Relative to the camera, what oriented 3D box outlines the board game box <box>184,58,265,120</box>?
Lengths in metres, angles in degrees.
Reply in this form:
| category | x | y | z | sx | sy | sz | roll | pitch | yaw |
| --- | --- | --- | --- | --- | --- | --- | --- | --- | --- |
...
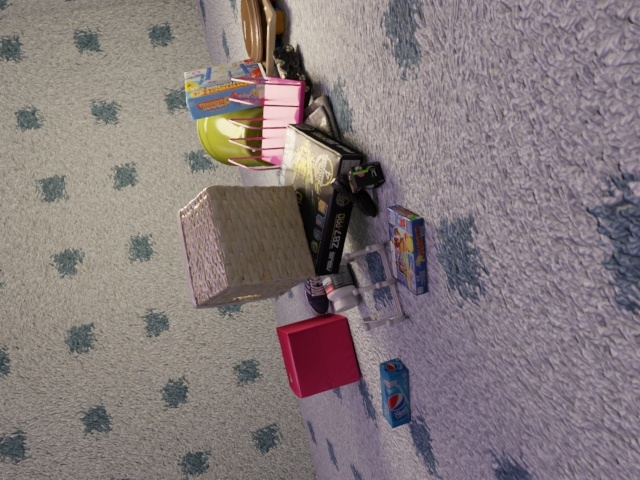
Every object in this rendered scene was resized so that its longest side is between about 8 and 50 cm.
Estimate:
| category | x | y | z | sx | sy | sz | roll | pitch | yaw |
| --- | --- | --- | --- | --- | --- | --- | --- | --- | --- |
| board game box | -0.374 | -0.604 | 2.069 | 0.302 | 0.308 | 0.086 | -112 | 10 | -51 |

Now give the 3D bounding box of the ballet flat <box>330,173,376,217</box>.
| category | x | y | z | sx | sy | sz | roll | pitch | yaw |
| --- | --- | --- | --- | --- | --- | --- | --- | --- | --- |
| ballet flat | 0.099 | -0.124 | 1.477 | 0.049 | 0.057 | 0.173 | -22 | 124 | 42 |

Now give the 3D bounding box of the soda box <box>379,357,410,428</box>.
| category | x | y | z | sx | sy | sz | roll | pitch | yaw |
| --- | --- | --- | --- | --- | --- | --- | --- | --- | --- |
| soda box | 0.232 | 0.476 | 1.631 | 0.071 | 0.067 | 0.210 | -133 | 31 | -60 |

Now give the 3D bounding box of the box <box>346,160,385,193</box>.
| category | x | y | z | sx | sy | sz | roll | pitch | yaw |
| --- | --- | --- | --- | --- | --- | --- | --- | --- | --- |
| box | 0.122 | -0.171 | 1.418 | 0.052 | 0.083 | 0.062 | 128 | 126 | -71 |

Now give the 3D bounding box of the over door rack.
| category | x | y | z | sx | sy | sz | roll | pitch | yaw |
| --- | --- | --- | --- | --- | --- | --- | --- | --- | --- |
| over door rack | 0.136 | 0.150 | 1.609 | 0.324 | 0.108 | 0.240 | 144 | 112 | -74 |

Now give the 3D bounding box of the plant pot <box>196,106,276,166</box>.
| category | x | y | z | sx | sy | sz | roll | pitch | yaw |
| --- | --- | --- | --- | --- | --- | --- | --- | --- | --- |
| plant pot | -0.277 | -0.457 | 2.177 | 0.353 | 0.366 | 0.367 | 30 | 134 | 52 |

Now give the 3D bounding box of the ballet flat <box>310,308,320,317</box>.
| category | x | y | z | sx | sy | sz | roll | pitch | yaw |
| --- | --- | --- | --- | --- | --- | --- | --- | --- | --- |
| ballet flat | -0.017 | 0.253 | 2.322 | 0.067 | 0.073 | 0.206 | -32 | 75 | 59 |

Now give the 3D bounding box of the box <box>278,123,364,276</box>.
| category | x | y | z | sx | sy | sz | roll | pitch | yaw |
| --- | --- | --- | --- | --- | --- | --- | --- | --- | --- |
| box | -0.022 | -0.134 | 1.648 | 0.318 | 0.097 | 0.395 | 43 | 130 | 48 |

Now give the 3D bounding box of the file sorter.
| category | x | y | z | sx | sy | sz | roll | pitch | yaw |
| --- | --- | --- | --- | --- | --- | --- | --- | --- | --- |
| file sorter | -0.192 | -0.389 | 1.742 | 0.202 | 0.182 | 0.291 | 26 | 118 | 45 |

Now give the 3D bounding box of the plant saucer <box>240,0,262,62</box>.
| category | x | y | z | sx | sy | sz | roll | pitch | yaw |
| --- | --- | --- | --- | --- | --- | --- | --- | --- | --- |
| plant saucer | -0.271 | -0.833 | 2.037 | 0.278 | 0.041 | 0.278 | 169 | 90 | -77 |

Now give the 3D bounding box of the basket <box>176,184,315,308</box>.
| category | x | y | z | sx | sy | sz | roll | pitch | yaw |
| --- | --- | --- | --- | --- | --- | --- | --- | --- | --- |
| basket | -0.231 | 0.010 | 1.621 | 0.266 | 0.328 | 0.331 | -31 | 69 | 51 |

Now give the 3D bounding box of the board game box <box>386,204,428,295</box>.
| category | x | y | z | sx | sy | sz | roll | pitch | yaw |
| --- | --- | --- | --- | --- | --- | --- | --- | --- | --- |
| board game box | 0.220 | 0.022 | 1.334 | 0.136 | 0.035 | 0.201 | -137 | 36 | -63 |

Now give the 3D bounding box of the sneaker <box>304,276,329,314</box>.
| category | x | y | z | sx | sy | sz | roll | pitch | yaw |
| --- | --- | --- | --- | --- | --- | --- | --- | --- | --- |
| sneaker | -0.013 | 0.173 | 2.173 | 0.153 | 0.099 | 0.282 | 161 | 98 | -76 |

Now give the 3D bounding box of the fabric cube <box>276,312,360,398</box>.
| category | x | y | z | sx | sy | sz | roll | pitch | yaw |
| --- | --- | --- | --- | --- | --- | --- | --- | --- | --- |
| fabric cube | -0.017 | 0.458 | 2.134 | 0.254 | 0.259 | 0.258 | 169 | 88 | -76 |

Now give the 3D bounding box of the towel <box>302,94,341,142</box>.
| category | x | y | z | sx | sy | sz | roll | pitch | yaw |
| --- | --- | --- | --- | --- | --- | --- | --- | --- | --- |
| towel | -0.037 | -0.277 | 1.755 | 0.312 | 0.056 | 0.324 | -26 | 76 | 53 |

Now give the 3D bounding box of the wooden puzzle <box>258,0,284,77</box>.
| category | x | y | z | sx | sy | sz | roll | pitch | yaw |
| --- | --- | --- | --- | --- | --- | --- | --- | --- | --- |
| wooden puzzle | -0.206 | -0.824 | 2.034 | 0.322 | 0.080 | 0.348 | 102 | 154 | -58 |

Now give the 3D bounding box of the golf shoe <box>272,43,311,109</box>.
| category | x | y | z | sx | sy | sz | roll | pitch | yaw |
| --- | --- | --- | --- | --- | --- | --- | --- | --- | --- |
| golf shoe | -0.090 | -0.554 | 1.851 | 0.120 | 0.105 | 0.273 | 68 | -171 | -74 |

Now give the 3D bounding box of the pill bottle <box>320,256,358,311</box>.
| category | x | y | z | sx | sy | sz | roll | pitch | yaw |
| --- | --- | --- | --- | --- | --- | --- | --- | --- | --- |
| pill bottle | 0.065 | 0.157 | 1.864 | 0.108 | 0.108 | 0.180 | 111 | 142 | -64 |
